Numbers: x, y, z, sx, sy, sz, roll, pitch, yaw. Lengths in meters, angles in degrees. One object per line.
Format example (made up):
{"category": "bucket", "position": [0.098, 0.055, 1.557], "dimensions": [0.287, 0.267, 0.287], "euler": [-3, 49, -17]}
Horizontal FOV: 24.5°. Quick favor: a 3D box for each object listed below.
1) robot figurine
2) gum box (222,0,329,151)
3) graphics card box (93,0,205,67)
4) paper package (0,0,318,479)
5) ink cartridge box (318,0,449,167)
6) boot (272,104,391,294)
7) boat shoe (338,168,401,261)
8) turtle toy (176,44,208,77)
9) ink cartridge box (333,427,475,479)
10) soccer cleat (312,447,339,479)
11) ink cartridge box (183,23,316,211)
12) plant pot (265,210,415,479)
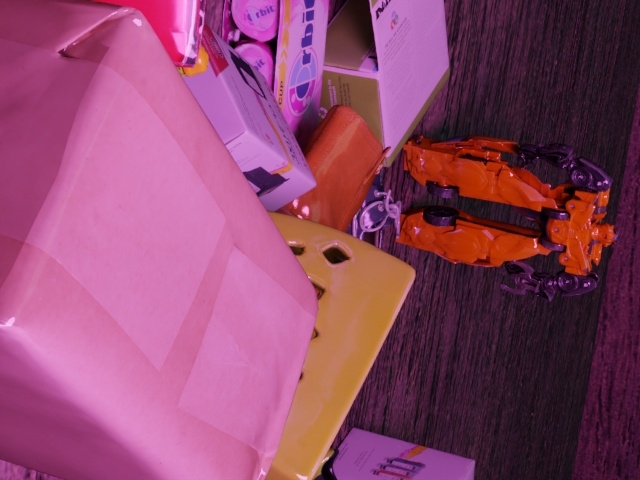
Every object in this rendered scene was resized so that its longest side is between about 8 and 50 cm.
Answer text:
{"category": "robot figurine", "position": [0.244, -0.041, 1.895], "dimensions": [0.085, 0.291, 0.211], "euler": [-38, 137, -58]}
{"category": "gum box", "position": [-0.046, -0.165, 1.428], "dimensions": [0.107, 0.062, 0.188], "euler": [-32, 131, -61]}
{"category": "graphics card box", "position": [-0.126, -0.259, 0.901], "dimensions": [0.371, 0.094, 0.233], "euler": [-113, -155, -68]}
{"category": "paper package", "position": [-0.196, 0.006, 0.826], "dimensions": [0.325, 0.309, 0.168], "euler": [60, 47, -60]}
{"category": "ink cartridge box", "position": [0.058, -0.239, 1.599], "dimensions": [0.189, 0.097, 0.255], "euler": [-56, 148, -41]}
{"category": "boot", "position": [-0.001, -0.001, 1.480], "dimensions": [0.211, 0.104, 0.295], "euler": [-56, 165, -15]}
{"category": "boat shoe", "position": [0.051, -0.022, 1.720], "dimensions": [0.095, 0.079, 0.255], "euler": [3, 99, -68]}
{"category": "turtle toy", "position": [-0.141, -0.177, 1.171], "dimensions": [0.066, 0.095, 0.130], "euler": [-77, 156, -76]}
{"category": "ink cartridge box", "position": [0.097, 0.344, 1.904], "dimensions": [0.127, 0.176, 0.128], "euler": [-46, 143, -52]}
{"category": "soccer cleat", "position": [0.013, 0.333, 1.747], "dimensions": [0.060, 0.072, 0.179], "euler": [12, 61, -70]}
{"category": "ink cartridge box", "position": [-0.084, -0.103, 1.278], "dimensions": [0.127, 0.072, 0.175], "euler": [64, 12, 20]}
{"category": "plant pot", "position": [-0.088, 0.094, 1.220], "dimensions": [0.228, 0.207, 0.227], "euler": [-62, -172, -34]}
